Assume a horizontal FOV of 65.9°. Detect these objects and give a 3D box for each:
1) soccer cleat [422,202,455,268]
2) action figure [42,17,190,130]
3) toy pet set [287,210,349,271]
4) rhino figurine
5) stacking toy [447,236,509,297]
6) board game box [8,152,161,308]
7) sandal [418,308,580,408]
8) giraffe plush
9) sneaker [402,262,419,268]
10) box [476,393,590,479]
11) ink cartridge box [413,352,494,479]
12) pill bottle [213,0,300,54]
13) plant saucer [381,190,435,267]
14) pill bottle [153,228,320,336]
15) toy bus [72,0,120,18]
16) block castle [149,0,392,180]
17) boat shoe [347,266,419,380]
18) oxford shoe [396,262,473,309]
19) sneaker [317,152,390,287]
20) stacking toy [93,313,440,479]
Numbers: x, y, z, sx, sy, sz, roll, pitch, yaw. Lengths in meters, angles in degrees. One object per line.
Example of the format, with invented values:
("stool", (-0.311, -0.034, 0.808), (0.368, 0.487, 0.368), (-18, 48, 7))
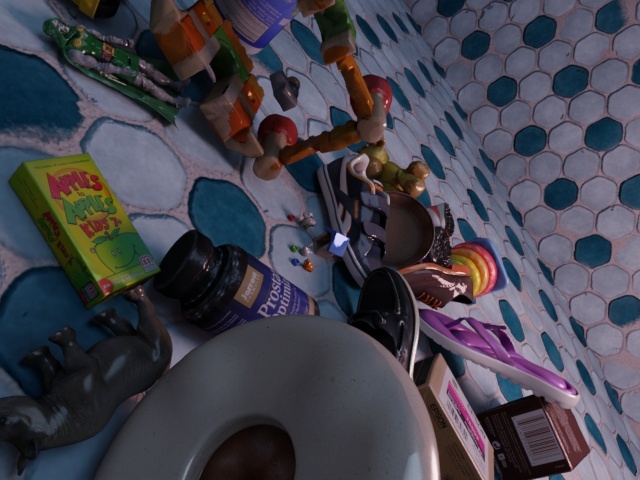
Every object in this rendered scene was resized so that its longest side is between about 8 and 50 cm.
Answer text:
("soccer cleat", (0.296, -0.006, 1.354), (0.109, 0.116, 0.318), (67, 26, -20))
("action figure", (-0.321, -0.282, 0.791), (0.232, 0.063, 0.137), (19, 50, -42))
("toy pet set", (0.000, 0.000, 0.984), (0.114, 0.065, 0.122), (26, 44, -41))
("rhino figurine", (-0.247, 0.144, 0.504), (0.106, 0.073, 0.243), (53, 33, -2))
("stacking toy", (0.360, 0.108, 1.348), (0.301, 0.175, 0.166), (-18, 82, -44))
("board game box", (-0.288, -0.016, 0.613), (0.181, 0.043, 0.092), (58, 31, 0))
("sandal", (0.418, 0.246, 1.170), (0.416, 0.102, 0.169), (28, 11, 6))
("giraffe plush", (0.168, -0.183, 1.304), (0.170, 0.181, 0.210), (40, 26, -14))
("sneaker", (0.222, 0.015, 1.298), (0.170, 0.051, 0.089), (57, 35, 3))
("box", (0.519, 0.471, 1.202), (0.203, 0.167, 0.169), (12, 53, -50))
("ink cartridge box", (0.242, 0.361, 0.953), (0.235, 0.088, 0.193), (61, 20, 4))
("pill bottle", (-0.139, -0.485, 1.014), (0.152, 0.272, 0.152), (34, 39, -33))
("plant saucer", (0.174, -0.023, 1.189), (0.036, 0.198, 0.199), (100, -27, -67))
("pill bottle", (-0.115, 0.082, 0.695), (0.219, 0.122, 0.123), (38, 36, -30))
("toy bus", (-0.402, -0.499, 0.807), (0.211, 0.149, 0.220), (26, 39, -18))
("block castle", (-0.081, -0.358, 0.874), (0.453, 0.302, 0.213), (59, 23, -33))
("boat shoe", (0.097, 0.184, 0.901), (0.113, 0.127, 0.340), (34, 51, -37))
("oxford shoe", (0.258, 0.112, 1.166), (0.271, 0.097, 0.099), (0, 68, -24))
("sneaker", (0.093, -0.054, 1.094), (0.126, 0.127, 0.321), (26, 43, -61))
("stacking toy", (0.012, 0.345, 0.558), (0.351, 0.350, 0.480), (-84, 152, -45))
